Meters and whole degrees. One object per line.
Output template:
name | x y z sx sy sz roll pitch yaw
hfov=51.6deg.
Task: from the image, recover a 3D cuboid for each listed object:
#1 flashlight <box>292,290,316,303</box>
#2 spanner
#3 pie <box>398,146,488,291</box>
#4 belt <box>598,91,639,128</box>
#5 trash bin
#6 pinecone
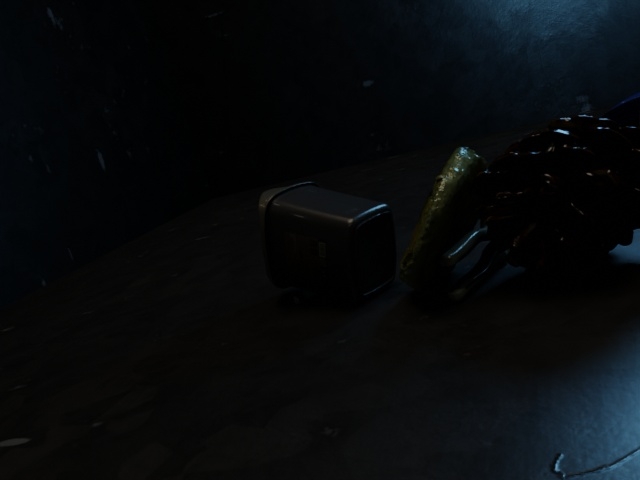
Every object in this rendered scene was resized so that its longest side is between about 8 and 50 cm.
flashlight | -0.023 0.107 1.369 0.018 0.018 0.083 -2 17 44
spanner | 0.306 0.009 1.215 0.040 0.096 0.325 -5 17 40
pie | 0.217 -0.032 1.179 0.078 0.277 0.277 25 32 25
belt | 0.789 -0.244 1.486 0.347 0.212 0.117 -11 11 38
trash bin | 0.000 0.000 1.327 0.290 0.210 0.182 13 26 41
pinecone | 0.402 -0.070 1.088 0.296 0.242 0.298 -35 -14 -18
